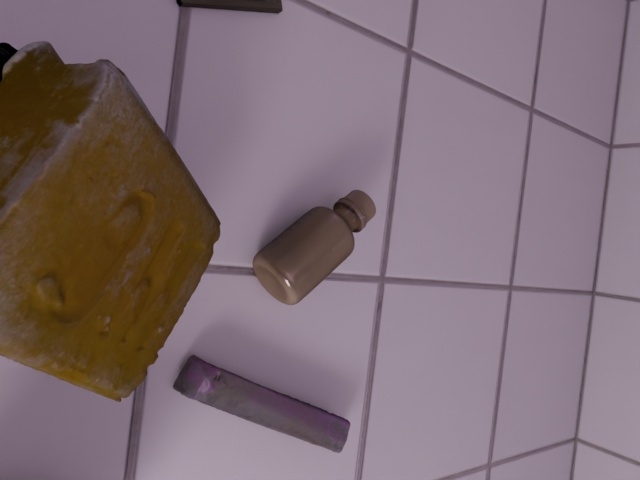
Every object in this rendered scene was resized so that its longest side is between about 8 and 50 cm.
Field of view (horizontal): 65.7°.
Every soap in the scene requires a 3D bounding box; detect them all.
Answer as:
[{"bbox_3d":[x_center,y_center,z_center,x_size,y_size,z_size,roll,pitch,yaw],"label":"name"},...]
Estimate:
[{"bbox_3d":[-0.276,0.001,0.576,0.293,0.156,0.335,-62,158,-23],"label":"soap"}]

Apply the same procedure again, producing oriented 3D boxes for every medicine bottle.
[{"bbox_3d":[0.000,0.000,0.903,0.252,0.114,0.114,-41,117,-26],"label":"medicine bottle"}]

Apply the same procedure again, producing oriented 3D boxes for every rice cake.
[{"bbox_3d":[-0.084,0.306,0.899,0.399,0.064,0.070,34,68,-34],"label":"rice cake"}]

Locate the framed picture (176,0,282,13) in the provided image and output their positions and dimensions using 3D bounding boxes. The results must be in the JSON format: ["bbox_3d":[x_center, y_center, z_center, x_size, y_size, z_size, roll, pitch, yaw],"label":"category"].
[{"bbox_3d":[-0.162,-0.511,0.797,0.192,0.018,0.266,-15,103,-34],"label":"framed picture"}]

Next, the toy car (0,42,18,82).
[{"bbox_3d":[-0.387,-0.082,0.597,0.193,0.118,0.301,37,67,-65],"label":"toy car"}]
